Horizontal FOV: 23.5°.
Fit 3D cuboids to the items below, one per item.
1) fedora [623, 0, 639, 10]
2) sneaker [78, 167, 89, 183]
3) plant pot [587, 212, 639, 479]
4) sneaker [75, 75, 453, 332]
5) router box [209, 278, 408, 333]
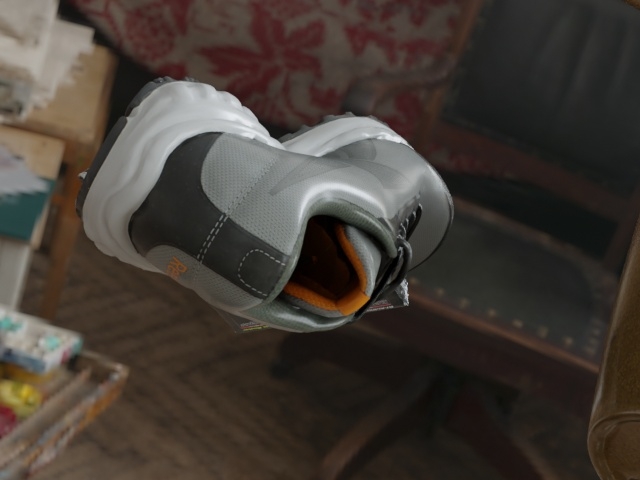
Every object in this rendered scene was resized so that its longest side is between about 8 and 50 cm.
[{"bbox_3d":[0.116,-0.129,0.473,0.079,0.194,0.194,20,26,0],"label":"fedora"},{"bbox_3d":[-0.179,-0.054,1.344,0.040,0.044,0.109,51,-17,-18],"label":"sneaker"},{"bbox_3d":[0.243,0.031,0.749,0.237,0.237,0.254,29,62,19],"label":"plant pot"},{"bbox_3d":[0.000,0.000,0.716,0.108,0.100,0.271,38,16,23],"label":"sneaker"},{"bbox_3d":[-0.013,0.019,0.986,0.122,0.092,0.038,-9,64,13],"label":"router box"}]
